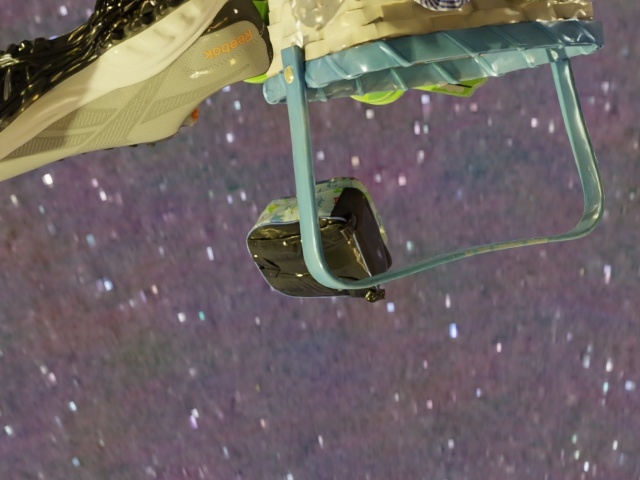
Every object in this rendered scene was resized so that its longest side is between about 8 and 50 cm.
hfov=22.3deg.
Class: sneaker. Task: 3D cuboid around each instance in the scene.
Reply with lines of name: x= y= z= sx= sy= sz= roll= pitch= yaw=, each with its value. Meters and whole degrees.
sneaker: x=-0.153 y=-0.091 z=1.085 sx=0.271 sy=0.108 sz=0.100 roll=-26 pitch=-140 yaw=21

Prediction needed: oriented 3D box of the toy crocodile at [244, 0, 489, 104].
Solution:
toy crocodile: x=-0.004 y=-0.193 z=1.551 sx=0.341 sy=0.115 sz=0.105 roll=12 pitch=-85 yaw=12

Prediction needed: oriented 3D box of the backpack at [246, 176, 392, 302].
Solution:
backpack: x=0.000 y=0.000 z=1.465 sx=0.114 sy=0.105 sz=0.084 roll=-6 pitch=-144 yaw=28

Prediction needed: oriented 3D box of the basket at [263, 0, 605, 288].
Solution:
basket: x=0.080 y=-0.123 z=1.208 sx=0.255 sy=0.201 sz=0.289 roll=-14 pitch=-83 yaw=-28
